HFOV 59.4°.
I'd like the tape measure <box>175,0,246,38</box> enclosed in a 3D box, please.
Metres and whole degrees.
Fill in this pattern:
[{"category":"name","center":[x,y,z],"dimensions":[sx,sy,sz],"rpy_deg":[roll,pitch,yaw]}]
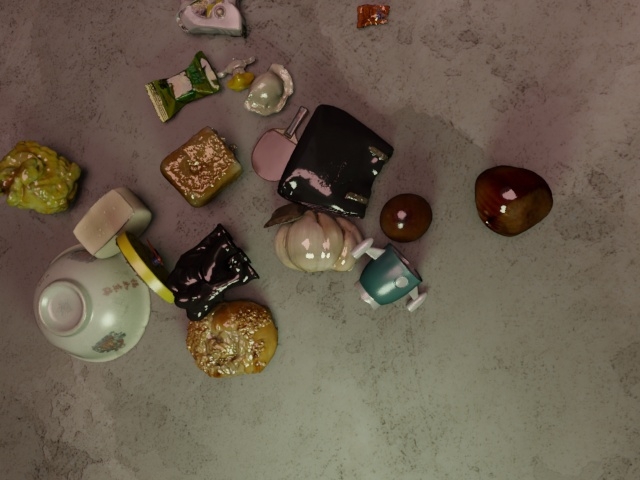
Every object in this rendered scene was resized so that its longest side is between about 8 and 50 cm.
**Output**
[{"category":"tape measure","center":[-0.362,-0.780,1.858],"dimensions":[0.236,0.120,0.197],"rpy_deg":[5,97,5]}]

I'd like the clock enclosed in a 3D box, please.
[{"category":"clock","center":[-0.544,0.080,1.821],"dimensions":[0.071,0.293,0.277],"rpy_deg":[-39,90,-5]}]

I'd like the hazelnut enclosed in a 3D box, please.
[{"category":"hazelnut","center":[0.556,-0.130,1.657],"dimensions":[0.230,0.229,0.229],"rpy_deg":[0,90,10]}]

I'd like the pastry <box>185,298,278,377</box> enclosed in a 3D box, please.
[{"category":"pastry","center":[-0.297,0.321,1.833],"dimensions":[0.311,0.162,0.255],"rpy_deg":[-11,86,9]}]

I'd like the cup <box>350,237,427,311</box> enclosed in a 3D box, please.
[{"category":"cup","center":[0.201,0.122,1.742],"dimensions":[0.173,0.167,0.300],"rpy_deg":[-42,110,10]}]

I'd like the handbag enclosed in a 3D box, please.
[{"category":"handbag","center":[0.058,-0.235,1.776],"dimensions":[0.288,0.152,0.342],"rpy_deg":[26,84,5]}]

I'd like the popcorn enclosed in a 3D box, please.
[{"category":"popcorn","center":[-0.968,-0.206,1.920],"dimensions":[0.250,0.235,0.241],"rpy_deg":[25,76,-3]}]

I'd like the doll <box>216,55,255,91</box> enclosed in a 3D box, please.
[{"category":"doll","center":[-0.284,-0.560,1.877],"dimensions":[0.135,0.071,0.113],"rpy_deg":[2,83,15]}]

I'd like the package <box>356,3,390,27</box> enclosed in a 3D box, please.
[{"category":"package","center":[0.168,-0.724,1.809],"dimensions":[0.111,0.033,0.077],"rpy_deg":[3,100,15]}]

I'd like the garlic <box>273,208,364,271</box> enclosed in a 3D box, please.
[{"category":"garlic","center":[-0.008,-0.001,1.766],"dimensions":[0.281,0.185,0.203],"rpy_deg":[0,88,10]}]

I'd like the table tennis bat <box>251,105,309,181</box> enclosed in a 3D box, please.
[{"category":"table tennis bat","center":[-0.124,-0.325,1.869],"dimensions":[0.154,0.021,0.274],"rpy_deg":[35,98,8]}]

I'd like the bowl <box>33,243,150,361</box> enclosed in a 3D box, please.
[{"category":"bowl","center":[-0.820,0.220,1.907],"dimensions":[0.435,0.196,0.434],"rpy_deg":[0,90,9]}]

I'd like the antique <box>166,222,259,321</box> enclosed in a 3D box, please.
[{"category":"antique","center":[-0.351,0.108,1.783],"dimensions":[0.255,0.322,0.185],"rpy_deg":[-37,116,-6]}]

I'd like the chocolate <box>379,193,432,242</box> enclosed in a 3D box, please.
[{"category":"chocolate","center":[0.264,-0.069,1.731],"dimensions":[0.177,0.177,0.176],"rpy_deg":[0,90,10]}]

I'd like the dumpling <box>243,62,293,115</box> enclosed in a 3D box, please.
[{"category":"dumpling","center":[-0.166,-0.485,1.840],"dimensions":[0.127,0.108,0.188],"rpy_deg":[42,82,-18]}]

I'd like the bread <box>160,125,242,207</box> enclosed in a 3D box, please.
[{"category":"bread","center":[-0.377,-0.240,1.840],"dimensions":[0.246,0.176,0.195],"rpy_deg":[-40,94,-7]}]

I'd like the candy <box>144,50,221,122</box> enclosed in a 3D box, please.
[{"category":"candy","center":[-0.468,-0.521,1.906],"dimensions":[0.246,0.069,0.149],"rpy_deg":[-27,91,4]}]

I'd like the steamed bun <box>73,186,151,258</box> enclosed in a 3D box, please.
[{"category":"steamed bun","center":[-0.691,-0.059,1.898],"dimensions":[0.242,0.164,0.146],"rpy_deg":[-45,81,9]}]

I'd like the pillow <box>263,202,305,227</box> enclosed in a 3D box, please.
[{"category":"pillow","center":[-0.108,-0.084,1.772],"dimensions":[0.130,0.217,0.033],"rpy_deg":[-17,106,9]}]
